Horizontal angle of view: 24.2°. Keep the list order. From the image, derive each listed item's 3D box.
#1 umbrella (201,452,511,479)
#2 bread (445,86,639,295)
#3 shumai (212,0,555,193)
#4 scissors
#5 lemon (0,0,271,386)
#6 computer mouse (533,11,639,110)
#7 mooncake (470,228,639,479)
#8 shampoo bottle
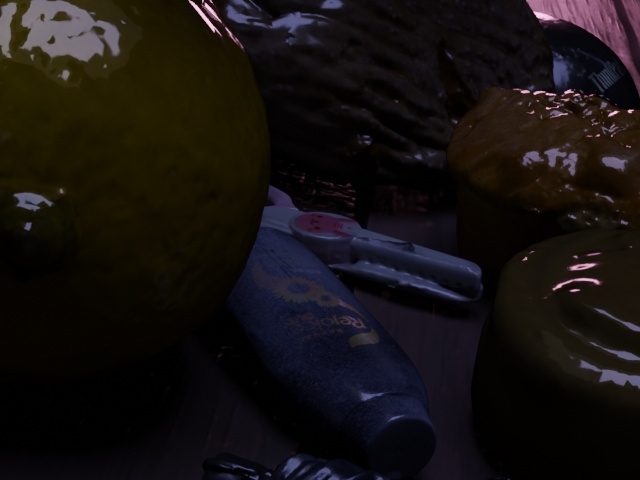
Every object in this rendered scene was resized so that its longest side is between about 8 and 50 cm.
[{"bbox_3d":[0.049,0.138,0.696,0.224,0.071,0.080,13,-5,18],"label":"umbrella"},{"bbox_3d":[0.186,-0.013,1.030,0.229,0.143,0.139,15,32,24],"label":"bread"},{"bbox_3d":[0.001,-0.133,1.255,0.346,0.217,0.283,5,-10,-39],"label":"shumai"},{"bbox_3d":[0.000,0.000,1.039,0.242,0.030,0.118,15,23,22],"label":"scissors"},{"bbox_3d":[-0.151,-0.050,0.816,0.260,0.260,0.284,-5,25,-32],"label":"lemon"},{"bbox_3d":[0.198,-0.167,1.428,0.170,0.100,0.269,0,25,-29],"label":"computer mouse"},{"bbox_3d":[0.200,0.067,0.864,0.235,0.117,0.235,7,26,-3],"label":"mooncake"},{"bbox_3d":[-0.004,0.060,0.871,0.087,0.049,0.233,-3,26,-24],"label":"shampoo bottle"}]
